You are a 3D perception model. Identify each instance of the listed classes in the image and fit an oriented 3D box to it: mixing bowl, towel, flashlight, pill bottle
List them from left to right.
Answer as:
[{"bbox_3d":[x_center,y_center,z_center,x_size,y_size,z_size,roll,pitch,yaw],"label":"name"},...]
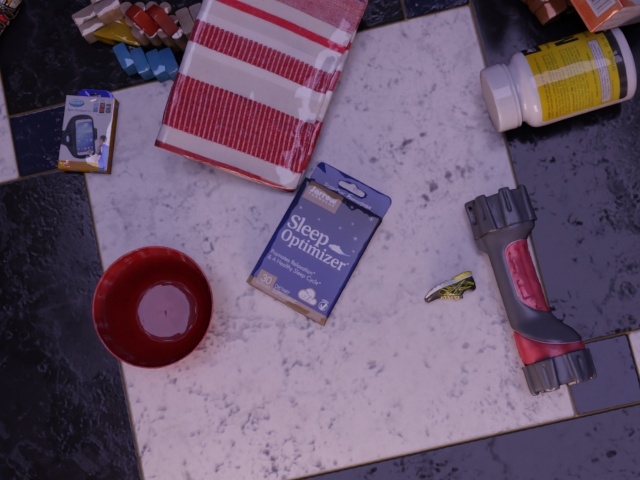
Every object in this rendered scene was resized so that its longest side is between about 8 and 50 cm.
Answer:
[{"bbox_3d":[-0.242,0.105,1.592,0.181,0.098,0.181,-1,81,5],"label":"mixing bowl"},{"bbox_3d":[-0.088,-0.258,1.591,0.237,0.037,0.329,19,95,-17],"label":"towel"},{"bbox_3d":[0.313,0.070,1.553,0.103,0.103,0.304,-10,79,-23],"label":"flashlight"},{"bbox_3d":[0.353,-0.239,1.581,0.208,0.119,0.119,-17,81,2],"label":"pill bottle"}]

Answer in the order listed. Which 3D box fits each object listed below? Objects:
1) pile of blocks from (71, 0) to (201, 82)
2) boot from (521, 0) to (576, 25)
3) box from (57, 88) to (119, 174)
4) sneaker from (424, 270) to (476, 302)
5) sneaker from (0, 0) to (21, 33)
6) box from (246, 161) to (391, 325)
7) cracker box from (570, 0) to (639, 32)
[{"bbox_3d":[-0.224,-0.304,1.641,0.362,0.112,0.149,10,83,6],"label":"pile of blocks"},{"bbox_3d":[0.311,-0.398,1.633,0.197,0.073,0.152,-23,85,4],"label":"boot"},{"bbox_3d":[-0.368,-0.176,1.678,0.081,0.028,0.136,4,84,5],"label":"box"},{"bbox_3d":[0.197,0.077,1.594,0.083,0.031,0.035,-28,81,0],"label":"sneaker"},{"bbox_3d":[-0.531,-0.369,1.688,0.093,0.088,0.225,1,82,4],"label":"sneaker"},{"bbox_3d":[0.000,0.000,1.620,0.136,0.036,0.225,28,84,8],"label":"box"},{"bbox_3d":[0.435,-0.398,1.552,0.067,0.232,0.155,-38,78,43],"label":"cracker box"}]
